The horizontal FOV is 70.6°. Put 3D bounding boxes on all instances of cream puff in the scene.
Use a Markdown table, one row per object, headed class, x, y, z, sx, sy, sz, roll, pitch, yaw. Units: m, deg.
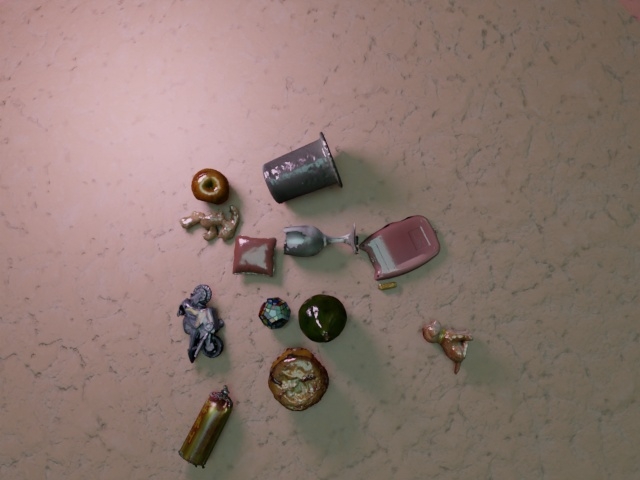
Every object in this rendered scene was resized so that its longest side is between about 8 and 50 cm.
| class | x | y | z | sx | sy | sz | roll | pitch | yaw |
| --- | --- | --- | --- | --- | --- | --- | --- | --- | --- |
| cream puff | -0.087 | 0.541 | 1.782 | 0.239 | 0.164 | 0.241 | 1 | 97 | 7 |

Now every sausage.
| class | x | y | z | sx | sy | sz | roll | pitch | yaw |
| --- | --- | --- | --- | --- | --- | --- | --- | --- | --- |
| sausage | -0.436 | 0.725 | 1.787 | 0.125 | 0.117 | 0.318 | 21 | 82 | 45 |

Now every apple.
| class | x | y | z | sx | sy | sz | roll | pitch | yaw |
| --- | --- | --- | --- | --- | --- | --- | --- | --- | --- |
| apple | -0.463 | -0.229 | 1.918 | 0.163 | 0.147 | 0.147 | 12 | 87 | -8 |

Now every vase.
| class | x | y | z | sx | sy | sz | roll | pitch | yaw |
| --- | --- | --- | --- | --- | --- | --- | --- | --- | --- |
| vase | -0.080 | -0.283 | 1.865 | 0.290 | 0.245 | 0.245 | -21 | 82 | 4 |

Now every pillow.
| class | x | y | z | sx | sy | sz | roll | pitch | yaw |
| --- | --- | --- | --- | --- | --- | --- | --- | --- | --- |
| pillow | -0.275 | 0.065 | 1.898 | 0.178 | 0.075 | 0.172 | 4 | 82 | 4 |

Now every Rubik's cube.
| class | x | y | z | sx | sy | sz | roll | pitch | yaw |
| --- | --- | --- | --- | --- | --- | --- | --- | --- | --- |
| Rubik's cube | -0.186 | 0.296 | 1.843 | 0.132 | 0.133 | 0.112 | 10 | 107 | 4 |

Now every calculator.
| class | x | y | z | sx | sy | sz | roll | pitch | yaw |
| --- | --- | --- | --- | --- | --- | --- | --- | --- | --- |
| calculator | 0.343 | 0.023 | 1.890 | 0.329 | 0.048 | 0.220 | -25 | 80 | -3 |

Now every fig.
| class | x | y | z | sx | sy | sz | roll | pitch | yaw |
| --- | --- | --- | --- | --- | --- | --- | --- | --- | --- |
| fig | 0.011 | 0.313 | 1.771 | 0.195 | 0.245 | 0.196 | 0 | 97 | -4 |

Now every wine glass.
| class | x | y | z | sx | sy | sz | roll | pitch | yaw |
| --- | --- | --- | --- | --- | --- | --- | --- | --- | --- |
| wine glass | 0.000 | 0.000 | 1.867 | 0.320 | 0.143 | 0.144 | -4 | 82 | 3 |

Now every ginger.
| class | x | y | z | sx | sy | sz | roll | pitch | yaw |
| --- | --- | --- | --- | --- | --- | --- | --- | --- | --- |
| ginger | -0.474 | -0.064 | 1.934 | 0.258 | 0.065 | 0.150 | -7 | 84 | -1 |

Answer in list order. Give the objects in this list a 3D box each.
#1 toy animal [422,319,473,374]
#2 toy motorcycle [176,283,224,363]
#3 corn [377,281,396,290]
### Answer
| class | x | y | z | sx | sy | sz | roll | pitch | yaw |
| --- | --- | --- | --- | --- | --- | --- | --- | --- | --- |
| toy animal | 0.487 | 0.422 | 1.803 | 0.184 | 0.104 | 0.184 | 17 | 90 | 0 |
| toy motorcycle | -0.499 | 0.340 | 1.860 | 0.173 | 0.108 | 0.308 | -14 | 82 | 10 |
| corn | 0.276 | 0.189 | 1.879 | 0.083 | 0.027 | 0.028 | -11 | 95 | -2 |
